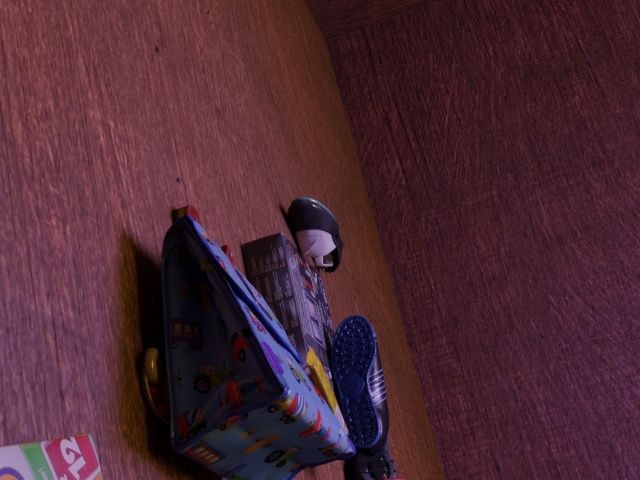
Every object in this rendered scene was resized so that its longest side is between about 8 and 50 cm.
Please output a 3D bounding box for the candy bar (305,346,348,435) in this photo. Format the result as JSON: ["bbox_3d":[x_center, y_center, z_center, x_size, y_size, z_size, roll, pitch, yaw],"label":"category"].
[{"bbox_3d":[0.010,0.239,1.416,0.040,0.018,0.161,-69,141,-67],"label":"candy bar"}]

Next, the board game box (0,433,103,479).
[{"bbox_3d":[-0.215,0.205,0.647,0.259,0.039,0.124,25,48,-73],"label":"board game box"}]

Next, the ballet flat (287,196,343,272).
[{"bbox_3d":[0.000,0.000,2.025,0.280,0.095,0.096,51,35,-64],"label":"ballet flat"}]

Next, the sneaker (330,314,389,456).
[{"bbox_3d":[0.068,0.244,1.559,0.090,0.081,0.232,61,23,-60],"label":"sneaker"}]

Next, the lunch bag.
[{"bbox_3d":[-0.100,0.122,1.095,0.221,0.138,0.293,52,12,-54],"label":"lunch bag"}]

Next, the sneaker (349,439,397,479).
[{"bbox_3d":[0.089,0.416,1.840,0.267,0.101,0.106,-95,-174,-56],"label":"sneaker"}]

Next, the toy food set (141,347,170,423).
[{"bbox_3d":[-0.169,0.157,1.010,0.082,0.020,0.083,38,35,-73],"label":"toy food set"}]

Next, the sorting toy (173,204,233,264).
[{"bbox_3d":[-0.128,0.085,1.290,0.132,0.046,0.274,-94,163,-54],"label":"sorting toy"}]

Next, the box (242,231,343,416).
[{"bbox_3d":[-0.032,0.171,1.575,0.242,0.077,0.307,51,24,-64],"label":"box"}]

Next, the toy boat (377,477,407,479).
[{"bbox_3d":[0.116,0.532,1.665,0.151,0.151,0.231,-3,-74,70],"label":"toy boat"}]
